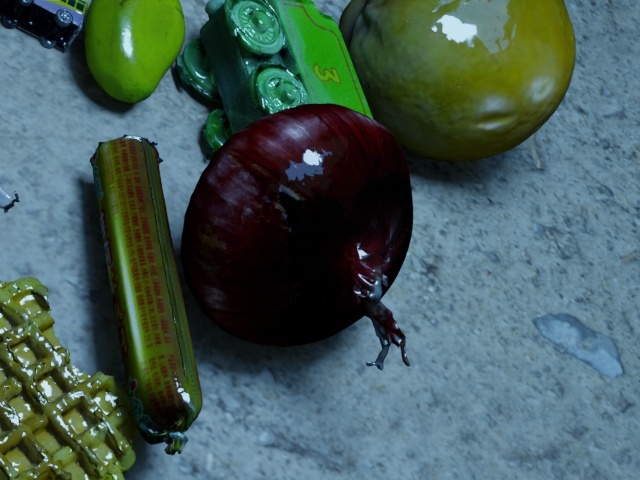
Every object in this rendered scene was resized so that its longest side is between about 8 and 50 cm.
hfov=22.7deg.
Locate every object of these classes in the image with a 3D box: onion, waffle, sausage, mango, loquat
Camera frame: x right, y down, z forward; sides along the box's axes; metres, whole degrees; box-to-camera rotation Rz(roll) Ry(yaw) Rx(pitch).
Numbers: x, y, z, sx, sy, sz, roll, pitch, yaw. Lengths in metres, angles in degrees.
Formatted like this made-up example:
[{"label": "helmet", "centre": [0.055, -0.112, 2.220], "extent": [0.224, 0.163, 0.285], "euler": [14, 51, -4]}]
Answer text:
[{"label": "onion", "centre": [0.000, 0.000, 1.632], "extent": [0.273, 0.273, 0.285], "euler": [-11, 38, -41]}, {"label": "waffle", "centre": [-0.282, 0.149, 1.459], "extent": [0.291, 0.051, 0.291], "euler": [22, 44, -24]}, {"label": "sausage", "centre": [-0.170, 0.056, 1.569], "extent": [0.082, 0.082, 0.371], "euler": [12, 45, -30]}, {"label": "mango", "centre": [-0.209, -0.232, 1.775], "extent": [0.117, 0.089, 0.163], "euler": [57, 31, -30]}, {"label": "loquat", "centre": [0.169, -0.238, 1.947], "extent": [0.284, 0.276, 0.276], "euler": [18, 48, -32]}]

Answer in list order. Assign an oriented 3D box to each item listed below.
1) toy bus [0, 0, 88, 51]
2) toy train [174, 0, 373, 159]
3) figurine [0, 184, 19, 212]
[{"label": "toy bus", "centre": [-0.313, -0.260, 1.757], "extent": [0.102, 0.052, 0.058], "euler": [27, 44, -19]}, {"label": "toy train", "centre": [-0.048, -0.176, 1.837], "extent": [0.188, 0.132, 0.243], "euler": [1, 59, -42]}, {"label": "figurine", "centre": [-0.392, -0.120, 1.485], "extent": [0.257, 0.144, 0.182], "euler": [63, 21, 2]}]
